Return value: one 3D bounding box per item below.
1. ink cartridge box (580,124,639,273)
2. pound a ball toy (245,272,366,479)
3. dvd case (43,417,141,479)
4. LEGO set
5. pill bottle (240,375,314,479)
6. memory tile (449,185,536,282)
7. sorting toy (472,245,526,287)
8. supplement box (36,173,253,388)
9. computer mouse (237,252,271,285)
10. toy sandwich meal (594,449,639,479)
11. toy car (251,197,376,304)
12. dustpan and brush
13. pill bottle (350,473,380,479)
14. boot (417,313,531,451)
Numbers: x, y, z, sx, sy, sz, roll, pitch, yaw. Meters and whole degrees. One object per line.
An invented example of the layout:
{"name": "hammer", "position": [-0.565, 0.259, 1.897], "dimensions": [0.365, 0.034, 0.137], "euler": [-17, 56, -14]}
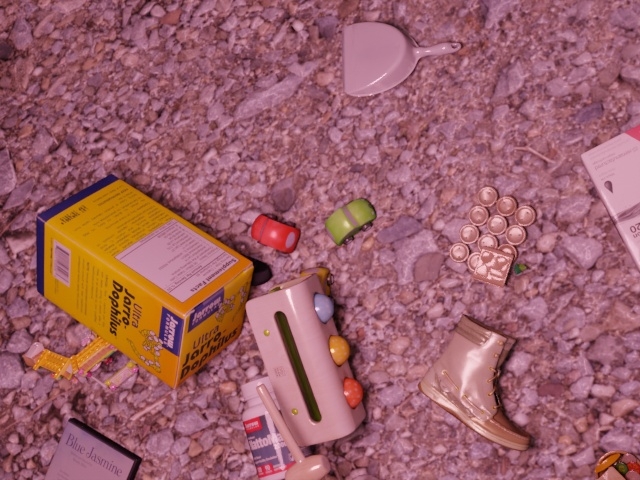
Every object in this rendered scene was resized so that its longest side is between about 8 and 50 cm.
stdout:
{"name": "ink cartridge box", "position": [0.539, -0.074, 1.491], "dimensions": [0.158, 0.092, 0.218], "euler": [-28, 79, 16]}
{"name": "pound a ball toy", "position": [-0.016, 0.232, 1.586], "dimensions": [0.135, 0.208, 0.319], "euler": [-19, 93, 19]}
{"name": "dvd case", "position": [-0.478, 0.508, 1.857], "dimensions": [0.180, 0.022, 0.253], "euler": [25, 94, 20]}
{"name": "LEGO set", "position": [-0.465, 0.243, 1.853], "dimensions": [0.287, 0.107, 0.132], "euler": [-24, 43, 22]}
{"name": "pill bottle", "position": [-0.083, 0.339, 1.680], "dimensions": [0.108, 0.108, 0.180], "euler": [-22, 78, 17]}
{"name": "memory tile", "position": [0.300, -0.010, 1.616], "dimensions": [0.113, 0.012, 0.148], "euler": [28, 95, 20]}
{"name": "sorting toy", "position": [0.309, 0.050, 1.594], "dimensions": [0.083, 0.012, 0.062], "euler": [19, 88, 24]}
{"name": "supplement box", "position": [-0.330, 0.069, 1.710], "dimensions": [0.356, 0.194, 0.195], "euler": [31, 132, 20]}
{"name": "computer mouse", "position": [-0.202, 0.040, 1.773], "dimensions": [0.242, 0.071, 0.041], "euler": [20, 118, 23]}
{"name": "toy sandwich meal", "position": [0.484, 0.384, 1.508], "dimensions": [0.085, 0.029, 0.086], "euler": [-2, 85, 20]}
{"name": "toy car", "position": [0.000, 0.000, 1.704], "dimensions": [0.225, 0.053, 0.239], "euler": [-38, 74, 14]}
{"name": "dustpan and brush", "position": [0.147, -0.340, 1.682], "dimensions": [0.211, 0.060, 0.147], "euler": [-9, 70, 26]}
{"name": "pill bottle", "position": [0.005, 0.551, 1.599], "dimensions": [0.301, 0.169, 0.169], "euler": [-38, 74, 14]}
{"name": "boot", "position": [0.291, 0.240, 1.567], "dimensions": [0.213, 0.077, 0.165], "euler": [33, 95, 22]}
